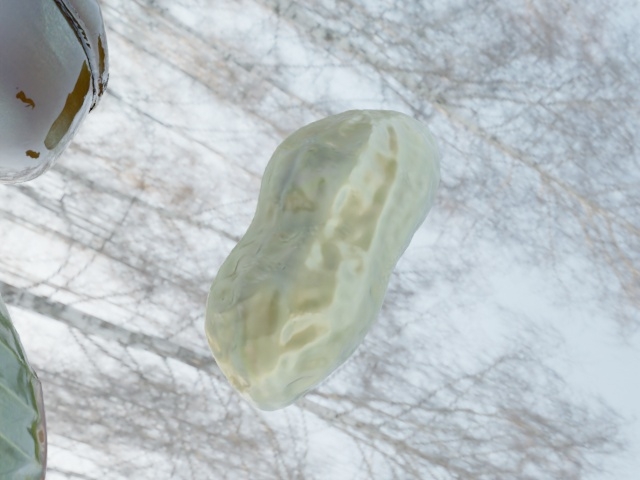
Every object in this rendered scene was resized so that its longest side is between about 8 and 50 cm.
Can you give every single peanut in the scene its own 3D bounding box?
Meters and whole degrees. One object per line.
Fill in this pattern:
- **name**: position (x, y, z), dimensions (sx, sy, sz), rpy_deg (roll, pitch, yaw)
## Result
- **peanut**: position (0.000, 0.000, 0.852), dimensions (0.152, 0.152, 0.313), rpy_deg (-6, -135, 46)

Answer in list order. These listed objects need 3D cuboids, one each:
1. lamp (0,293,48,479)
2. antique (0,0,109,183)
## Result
- **lamp**: position (-0.241, 0.094, 0.349), dimensions (0.250, 0.250, 0.284), rpy_deg (11, -123, 51)
- **antique**: position (-0.242, -0.133, 0.520), dimensions (0.223, 0.278, 0.129), rpy_deg (-5, -129, 56)
